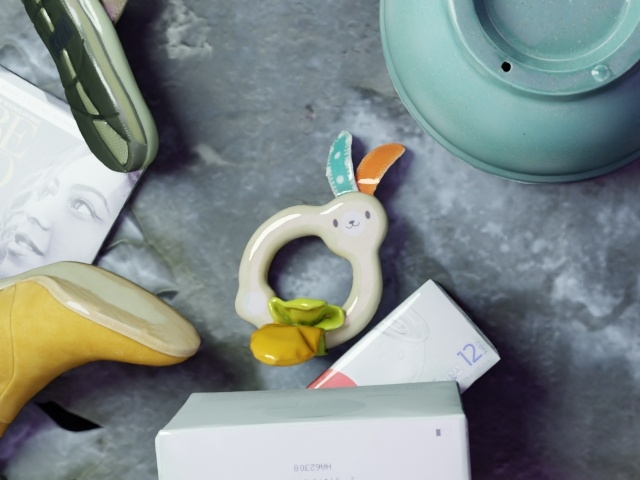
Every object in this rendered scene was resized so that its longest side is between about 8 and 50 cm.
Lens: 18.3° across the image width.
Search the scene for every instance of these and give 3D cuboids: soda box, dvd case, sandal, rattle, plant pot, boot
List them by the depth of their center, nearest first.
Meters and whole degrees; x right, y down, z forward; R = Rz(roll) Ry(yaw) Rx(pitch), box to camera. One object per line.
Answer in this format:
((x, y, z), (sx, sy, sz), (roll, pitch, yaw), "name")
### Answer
((0.190, -0.196, 1.620), (0.293, 0.196, 0.293), (0, 89, 4), "plant pot")
((0.000, 0.000, 1.664), (0.130, 0.143, 0.200), (37, 98, 22), "rattle")
((0.018, 0.157, 1.678), (0.286, 0.098, 0.091), (-42, 86, 3), "soda box")
((-0.261, 0.116, 1.691), (0.295, 0.104, 0.211), (21, 105, 11), "boot")
((-0.195, -0.205, 1.705), (0.086, 0.120, 0.303), (-21, 89, -24), "sandal")
((-0.269, -0.021, 1.741), (0.164, 0.018, 0.221), (30, 91, 4), "dvd case")

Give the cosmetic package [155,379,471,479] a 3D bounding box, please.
((0.002, 0.189, 1.517), (0.224, 0.225, 0.138), (-3, 94, 3), "cosmetic package")
